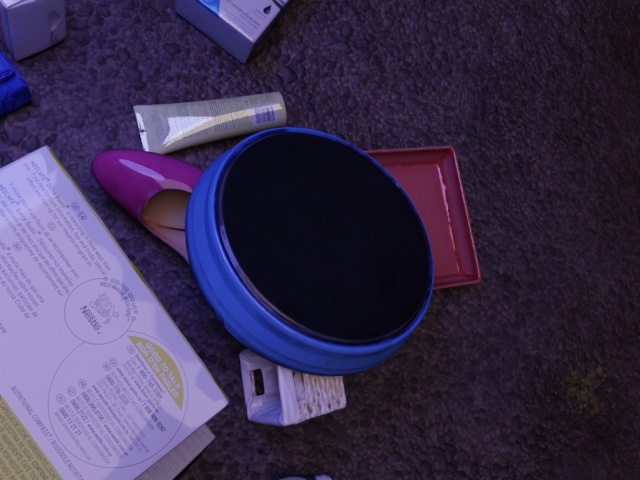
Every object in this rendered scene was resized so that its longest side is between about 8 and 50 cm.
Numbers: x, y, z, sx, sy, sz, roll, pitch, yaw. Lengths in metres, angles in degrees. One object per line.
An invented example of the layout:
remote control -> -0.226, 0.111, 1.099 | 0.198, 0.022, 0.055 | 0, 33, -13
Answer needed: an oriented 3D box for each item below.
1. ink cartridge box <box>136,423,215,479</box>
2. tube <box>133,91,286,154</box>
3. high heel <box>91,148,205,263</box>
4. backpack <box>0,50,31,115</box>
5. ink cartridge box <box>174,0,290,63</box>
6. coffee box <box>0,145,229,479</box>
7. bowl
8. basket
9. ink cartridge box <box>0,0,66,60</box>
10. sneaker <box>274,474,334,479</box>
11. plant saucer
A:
ink cartridge box -> -0.244, 0.332, 0.769 | 0.045, 0.206, 0.208 | 46, 42, 9
tube -> -0.178, -0.199, 1.024 | 0.240, 0.062, 0.070 | -14, 40, -17
high heel -> -0.174, 0.001, 0.905 | 0.377, 0.127, 0.181 | 28, 29, -15
backpack -> -0.500, -0.225, 0.887 | 0.120, 0.101, 0.098 | -38, 87, -19
ink cartridge box -> -0.129, -0.436, 1.070 | 0.148, 0.086, 0.203 | 35, 70, -10
coffee box -> -0.358, 0.155, 0.728 | 0.334, 0.338, 0.338 | -36, 92, -23
bowl -> 0.000, 0.000, 0.912 | 0.391, 0.077, 0.391 | 16, 55, -23
basket -> -0.044, 0.209, 0.926 | 0.103, 0.167, 0.113 | -5, 80, -25
ink cartridge box -> -0.473, -0.397, 0.899 | 0.092, 0.158, 0.218 | -40, 94, -24
sneaker -> -0.047, 0.482, 0.913 | 0.108, 0.100, 0.271 | 11, 71, -3
plant saucer -> 0.143, -0.033, 1.106 | 0.259, 0.048, 0.258 | -7, 82, -21
